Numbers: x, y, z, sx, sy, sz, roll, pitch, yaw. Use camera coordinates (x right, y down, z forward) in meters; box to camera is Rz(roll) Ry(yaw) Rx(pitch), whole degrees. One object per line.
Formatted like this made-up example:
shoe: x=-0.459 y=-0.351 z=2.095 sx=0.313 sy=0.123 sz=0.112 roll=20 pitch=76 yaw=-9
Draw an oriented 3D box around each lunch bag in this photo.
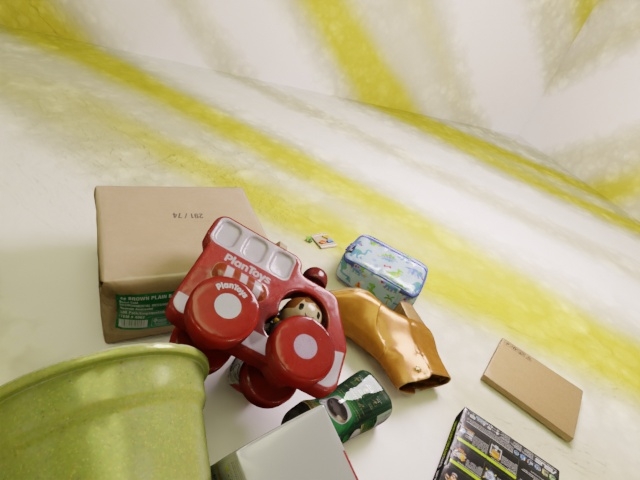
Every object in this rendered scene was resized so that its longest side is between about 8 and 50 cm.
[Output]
lunch bag: x=0.164 y=0.079 z=1.051 sx=0.219 sy=0.090 sz=0.176 roll=30 pitch=33 yaw=15

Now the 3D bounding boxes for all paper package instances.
paper package: x=-0.285 y=0.027 z=0.844 sx=0.325 sy=0.168 sz=0.309 roll=-3 pitch=40 yaw=-30

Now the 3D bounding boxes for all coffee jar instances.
coffee jar: x=0.028 y=0.300 z=0.685 sx=0.185 sy=0.079 sz=0.096 roll=-12 pitch=48 yaw=-38

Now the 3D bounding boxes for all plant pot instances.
plant pot: x=-0.227 y=0.296 z=0.446 sx=0.276 sy=0.276 sz=0.253 roll=-8 pitch=54 yaw=-33

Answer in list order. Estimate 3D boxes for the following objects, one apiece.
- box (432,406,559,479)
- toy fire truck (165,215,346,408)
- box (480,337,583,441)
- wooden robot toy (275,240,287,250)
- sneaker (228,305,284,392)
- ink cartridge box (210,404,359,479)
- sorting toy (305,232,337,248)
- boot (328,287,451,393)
box: x=0.302 y=0.414 z=0.687 sx=0.191 sy=0.045 sz=0.184 roll=31 pitch=39 yaw=17
toy fire truck: x=-0.086 y=0.111 z=0.664 sx=0.302 sy=0.169 sz=0.253 roll=29 pitch=48 yaw=-9
box: x=0.480 y=0.327 z=0.908 sx=0.201 sy=0.021 sz=0.164 roll=35 pitch=38 yaw=22
wooden robot toy: x=-0.079 y=0.085 z=0.969 sx=0.079 sy=0.076 sz=0.173 roll=38 pitch=18 yaw=-39
sneaker: x=-0.097 y=0.194 z=0.762 sx=0.088 sy=0.092 sz=0.225 roll=26 pitch=36 yaw=9
ink cartridge box: x=-0.053 y=0.316 z=0.518 sx=0.128 sy=0.176 sz=0.128 roll=-15 pitch=65 yaw=-35
sorting toy: x=0.000 y=0.000 z=1.148 sx=0.083 sy=0.012 sz=0.062 roll=-8 pitch=43 yaw=-34
boot: x=0.119 y=0.210 z=0.832 sx=0.295 sy=0.104 sz=0.211 roll=9 pitch=35 yaw=-21
